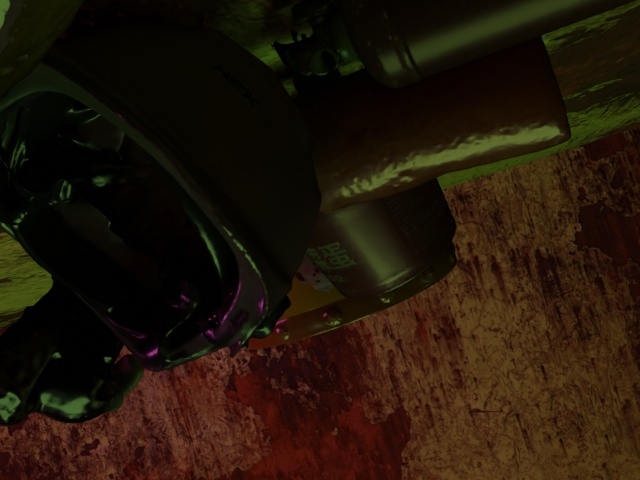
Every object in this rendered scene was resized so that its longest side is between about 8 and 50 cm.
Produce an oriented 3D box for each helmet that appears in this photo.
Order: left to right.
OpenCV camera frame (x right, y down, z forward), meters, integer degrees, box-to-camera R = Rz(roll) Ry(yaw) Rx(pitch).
[{"bbox_3d":[-0.113,-0.053,0.687,0.197,0.271,0.338,-48,-177,-34],"label":"helmet"}]

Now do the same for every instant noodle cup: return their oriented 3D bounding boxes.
[{"bbox_3d":[0.052,-0.049,1.127,0.235,0.178,0.235,-29,-159,12],"label":"instant noodle cup"}]

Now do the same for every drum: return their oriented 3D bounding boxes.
[{"bbox_3d":[0.000,0.000,1.456,0.431,0.214,0.431,-20,-174,2],"label":"drum"}]

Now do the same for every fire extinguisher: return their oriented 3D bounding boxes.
[{"bbox_3d":[0.109,-0.195,0.683,0.337,0.106,0.147,-17,-159,16],"label":"fire extinguisher"}]

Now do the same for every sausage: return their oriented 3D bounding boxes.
[{"bbox_3d":[0.074,-0.100,0.761,0.259,0.113,0.113,-15,176,19],"label":"sausage"}]

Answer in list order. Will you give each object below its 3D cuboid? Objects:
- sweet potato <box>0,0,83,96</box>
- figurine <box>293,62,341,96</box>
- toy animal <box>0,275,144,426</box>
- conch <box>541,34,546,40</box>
[{"bbox_3d":[-0.229,-0.093,0.353,0.370,0.157,0.158,-24,176,-3],"label":"sweet potato"},{"bbox_3d":[-0.038,-0.094,0.934,0.370,0.167,0.281,-26,178,3],"label":"figurine"},{"bbox_3d":[-0.264,0.063,1.043,0.194,0.344,0.302,27,180,4],"label":"toy animal"},{"bbox_3d":[0.142,-0.173,0.828,0.094,0.104,0.176,-59,174,-68],"label":"conch"}]
